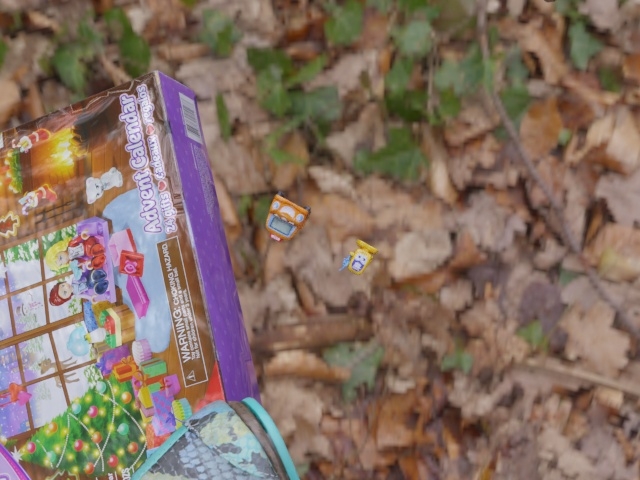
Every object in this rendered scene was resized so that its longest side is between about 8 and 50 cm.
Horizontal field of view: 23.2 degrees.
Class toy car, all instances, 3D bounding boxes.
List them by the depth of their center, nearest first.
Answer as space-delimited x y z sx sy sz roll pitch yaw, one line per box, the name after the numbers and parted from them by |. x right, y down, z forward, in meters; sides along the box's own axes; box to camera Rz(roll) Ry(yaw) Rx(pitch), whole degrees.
0.000 0.000 1.397 0.122 0.060 0.040 30 86 -16 | toy car

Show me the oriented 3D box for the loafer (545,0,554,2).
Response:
0.168 -0.232 1.171 0.056 0.050 0.148 -38 24 19 | loafer

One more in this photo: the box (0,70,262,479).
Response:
-0.151 0.061 1.003 0.201 0.057 0.293 -20 72 19 | box

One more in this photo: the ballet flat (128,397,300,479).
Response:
-0.011 0.142 0.533 0.070 0.070 0.188 -32 106 -16 | ballet flat
